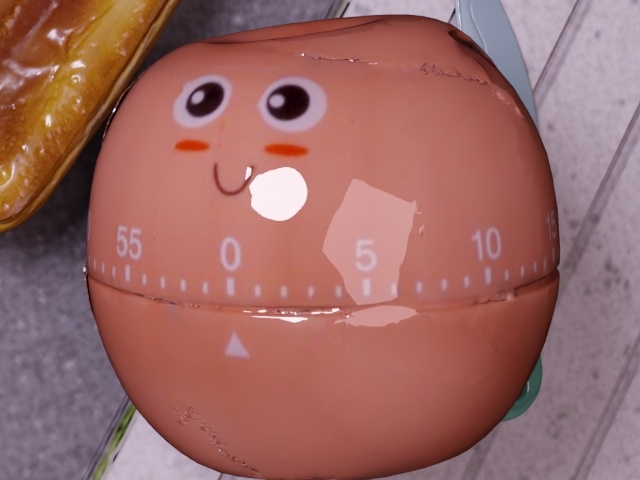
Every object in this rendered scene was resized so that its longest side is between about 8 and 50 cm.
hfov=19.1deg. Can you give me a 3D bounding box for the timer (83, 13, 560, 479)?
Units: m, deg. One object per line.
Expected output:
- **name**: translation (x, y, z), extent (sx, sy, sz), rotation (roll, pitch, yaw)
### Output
- **timer**: translation (0.000, 0.000, 0.916), extent (0.229, 0.229, 0.215), rotation (-5, 95, -24)

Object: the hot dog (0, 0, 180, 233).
- **hot dog**: translation (-0.132, -0.109, 0.940), extent (0.100, 0.068, 0.250), rotation (32, 73, 0)

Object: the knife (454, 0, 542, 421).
- **knife**: translation (0.101, -0.029, 1.072), extent (0.063, 0.034, 0.260), rotation (2, 87, -29)
